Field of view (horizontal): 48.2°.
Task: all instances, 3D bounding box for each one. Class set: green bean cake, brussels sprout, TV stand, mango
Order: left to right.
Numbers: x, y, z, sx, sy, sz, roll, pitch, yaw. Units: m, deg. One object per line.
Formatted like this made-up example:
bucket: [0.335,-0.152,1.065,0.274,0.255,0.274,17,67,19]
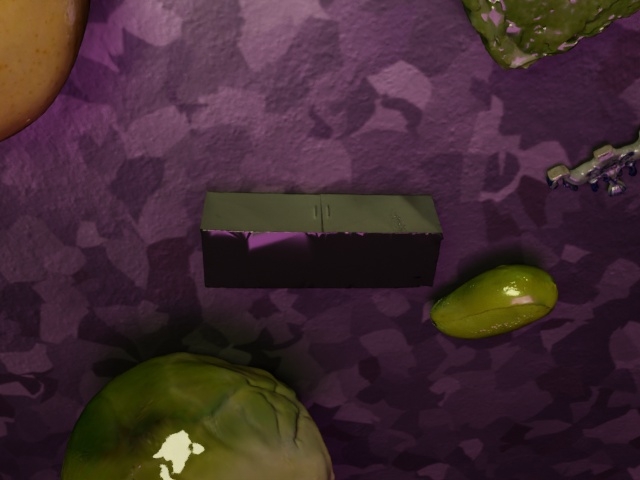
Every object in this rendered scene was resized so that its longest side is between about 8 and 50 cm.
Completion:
brussels sprout: [-0.162,0.300,0.925,0.343,0.344,0.268,4,164,-6]
TV stand: [0.000,0.000,0.837,0.269,0.083,0.088,-1,126,-4]
mango: [0.219,0.076,0.912,0.165,0.074,0.091,-16,133,24]
green bean cake: [0.199,-0.279,0.618,0.200,0.113,0.214,-30,123,18]

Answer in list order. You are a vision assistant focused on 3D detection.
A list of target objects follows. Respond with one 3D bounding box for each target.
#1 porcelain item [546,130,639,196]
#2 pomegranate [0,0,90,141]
porcelain item: [0.337,-0.079,0.832,0.136,0.021,0.075,-26,128,16]
pomegranate: [-0.319,-0.212,0.552,0.307,0.307,0.307,-1,127,-2]
